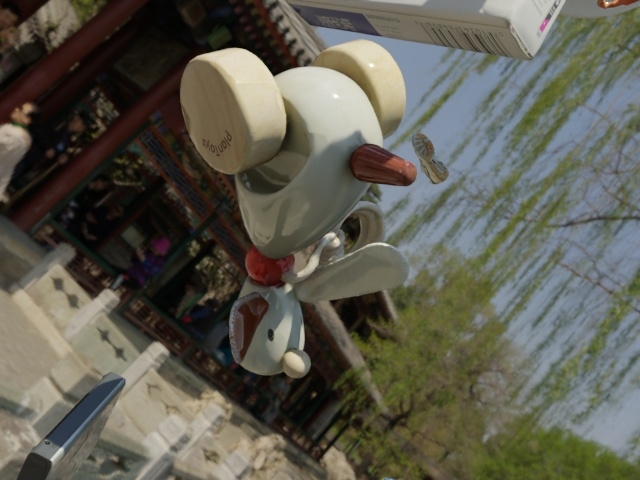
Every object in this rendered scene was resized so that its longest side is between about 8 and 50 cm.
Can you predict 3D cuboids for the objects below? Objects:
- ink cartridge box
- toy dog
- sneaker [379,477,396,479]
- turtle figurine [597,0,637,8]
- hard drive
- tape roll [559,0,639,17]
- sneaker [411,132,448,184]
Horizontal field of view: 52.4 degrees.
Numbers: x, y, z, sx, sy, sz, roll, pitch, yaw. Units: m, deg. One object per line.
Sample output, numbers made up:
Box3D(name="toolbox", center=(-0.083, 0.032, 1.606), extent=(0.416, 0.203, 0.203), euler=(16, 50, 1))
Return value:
Box3D(name="ink cartridge box", center=(0.154, -0.361, 0.680), extent=(0.324, 0.330, 0.071), euler=(29, -4, 45))
Box3D(name="toy dog", center=(0.000, 0.000, 0.521), extent=(0.161, 0.220, 0.334), euler=(42, -21, 36))
Box3D(name="sneaker", center=(0.131, 0.320, 0.751), extent=(0.144, 0.053, 0.059), euler=(19, -12, -13))
Box3D(name="turtle figurine", center=(0.231, -0.277, 0.389), extent=(0.269, 0.217, 0.087), euler=(-47, -122, 38))
Box3D(name="hard drive", center=(-0.217, 0.179, 0.550), extent=(0.022, 0.094, 0.135), euler=(29, 16, -1))
Box3D(name="tape roll", center=(0.348, -0.435, 0.827), extent=(0.286, 0.286, 0.100), euler=(47, 20, -15))
Box3D(name="sneaker", center=(0.157, -0.120, 0.972), extent=(0.083, 0.031, 0.037), euler=(62, -22, 6))
